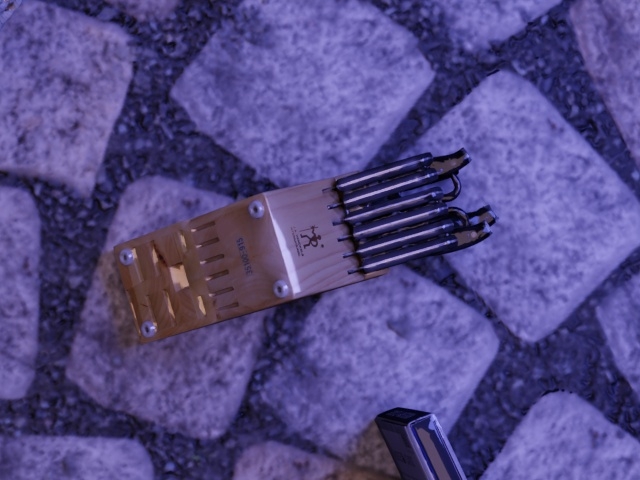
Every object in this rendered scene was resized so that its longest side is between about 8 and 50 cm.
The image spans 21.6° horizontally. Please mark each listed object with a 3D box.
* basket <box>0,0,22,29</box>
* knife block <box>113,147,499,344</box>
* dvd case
[{"bbox_3d":[-0.338,-0.334,1.270,0.331,0.328,0.266,40,82,0],"label":"basket"},{"bbox_3d":[0.000,0.000,1.395,0.276,0.242,0.088,-19,86,42],"label":"knife block"},{"bbox_3d":[0.114,0.246,1.329,0.030,0.179,0.238,-24,89,-7],"label":"dvd case"}]
